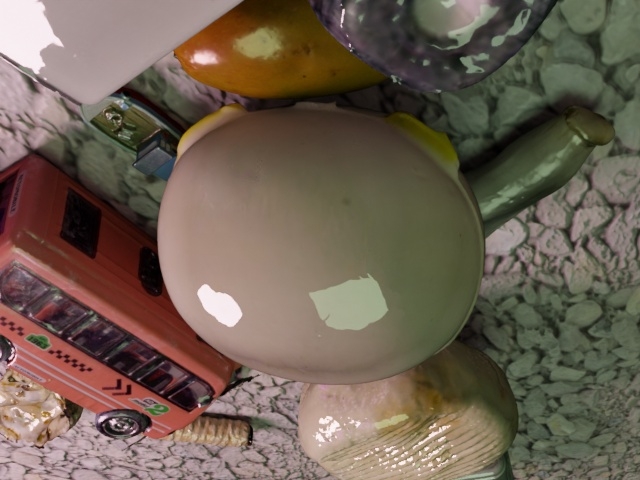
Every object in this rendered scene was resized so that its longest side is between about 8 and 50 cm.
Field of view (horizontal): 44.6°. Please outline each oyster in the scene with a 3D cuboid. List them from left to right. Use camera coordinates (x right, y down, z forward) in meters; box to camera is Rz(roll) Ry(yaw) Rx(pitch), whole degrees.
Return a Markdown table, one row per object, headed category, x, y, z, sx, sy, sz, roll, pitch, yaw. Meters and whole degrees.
| category | x | y | z | sx | sy | sz | roll | pitch | yaw |
| --- | --- | --- | --- | --- | --- | --- | --- | --- | --- |
| oyster | -0.504 | 0.270 | 1.357 | 0.166 | 0.094 | 0.294 | 42 | 134 | -19 |

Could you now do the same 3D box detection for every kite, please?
| category | x | y | z | sx | sy | sz | roll | pitch | yaw |
| --- | --- | --- | --- | --- | --- | --- | --- | --- | --- |
| kite | -0.200 | 0.274 | 1.306 | 0.323 | 0.013 | 0.268 | -32 | 175 | 27 |

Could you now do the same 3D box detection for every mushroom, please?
| category | x | y | z | sx | sy | sz | roll | pitch | yaw |
| --- | --- | --- | --- | --- | --- | --- | --- | --- | --- |
| mushroom | 0.217 | -0.061 | 1.025 | 0.351 | 0.097 | 0.109 | -33 | 137 | 24 |

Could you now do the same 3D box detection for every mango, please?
| category | x | y | z | sx | sy | sz | roll | pitch | yaw |
| --- | --- | --- | --- | --- | --- | --- | --- | --- | --- |
| mango | -0.026 | -0.211 | 0.803 | 0.254 | 0.113 | 0.138 | 1 | 132 | -14 |

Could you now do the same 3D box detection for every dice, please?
| category | x | y | z | sx | sy | sz | roll | pitch | yaw |
| --- | --- | --- | --- | --- | --- | --- | --- | --- | --- |
| dice | 0.101 | -0.259 | 0.707 | 0.182 | 0.183 | 0.182 | 24 | 131 | -28 |

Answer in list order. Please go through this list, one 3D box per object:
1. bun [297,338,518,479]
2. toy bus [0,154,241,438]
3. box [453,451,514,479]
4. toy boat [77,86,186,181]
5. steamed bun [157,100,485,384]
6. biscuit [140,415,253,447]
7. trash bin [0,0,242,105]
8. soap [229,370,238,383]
| category | x | y | z | sx | sy | sz | roll | pitch | yaw |
| --- | --- | --- | --- | --- | --- | --- | --- | --- | --- |
| bun | 0.142 | 0.270 | 1.304 | 0.366 | 0.219 | 0.365 | -5 | 144 | -3 |
| toy bus | -0.301 | 0.090 | 1.067 | 0.233 | 0.203 | 0.427 | -31 | 131 | 21 |
| box | 0.225 | 0.449 | 1.548 | 0.312 | 0.175 | 0.182 | -10 | 144 | 5 |
| toy boat | -0.217 | -0.128 | 0.922 | 0.069 | 0.058 | 0.173 | -30 | 134 | 26 |
| steamed bun | -0.002 | 0.002 | 0.895 | 0.374 | 0.333 | 0.333 | 5 | 141 | 12 |
| biscuit | -0.234 | 0.363 | 1.501 | 0.219 | 0.055 | 0.061 | 9 | 154 | -16 |
| trash bin | -0.134 | -0.274 | 0.599 | 0.368 | 0.295 | 0.256 | -29 | 136 | 34 |
| soap | -0.243 | 0.254 | 1.325 | 0.198 | 0.066 | 0.119 | -30 | 177 | 27 |
